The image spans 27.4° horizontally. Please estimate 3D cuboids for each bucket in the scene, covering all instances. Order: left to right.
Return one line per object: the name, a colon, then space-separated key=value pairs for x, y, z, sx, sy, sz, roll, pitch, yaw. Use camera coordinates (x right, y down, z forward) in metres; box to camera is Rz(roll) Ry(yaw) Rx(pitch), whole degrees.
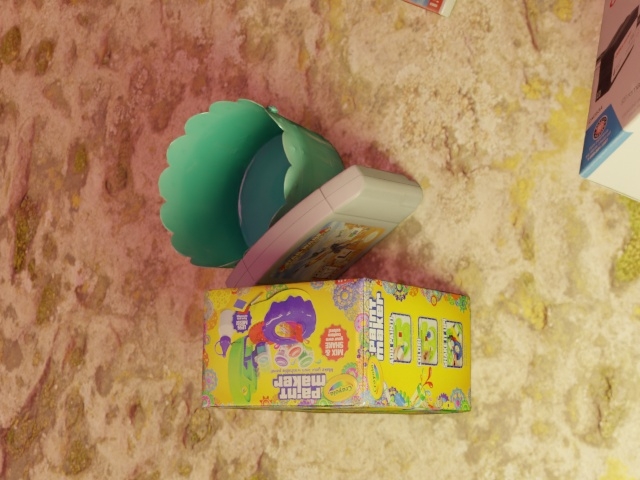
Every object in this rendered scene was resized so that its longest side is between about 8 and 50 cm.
bucket: x=-0.104 y=-0.080 z=2.115 sx=0.281 sy=0.183 sz=0.281 roll=-7 pitch=78 yaw=36

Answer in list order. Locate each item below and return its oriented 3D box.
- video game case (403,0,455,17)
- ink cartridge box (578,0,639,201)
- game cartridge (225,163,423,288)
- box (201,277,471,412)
video game case: x=0.132 y=-0.493 z=2.098 sx=0.285 sy=0.025 sz=0.204 roll=30 pitch=101 yaw=37
ink cartridge box: x=0.441 y=-0.231 z=1.625 sx=0.223 sy=0.129 sz=0.307 roll=124 pitch=163 yaw=-58
game cartridge: x=0.000 y=0.000 z=2.012 sx=0.297 sy=0.198 sz=0.062 roll=-42 pitch=68 yaw=26
box: x=0.026 y=0.162 z=1.914 sx=0.290 sy=0.279 sz=0.177 roll=-5 pitch=80 yaw=36
